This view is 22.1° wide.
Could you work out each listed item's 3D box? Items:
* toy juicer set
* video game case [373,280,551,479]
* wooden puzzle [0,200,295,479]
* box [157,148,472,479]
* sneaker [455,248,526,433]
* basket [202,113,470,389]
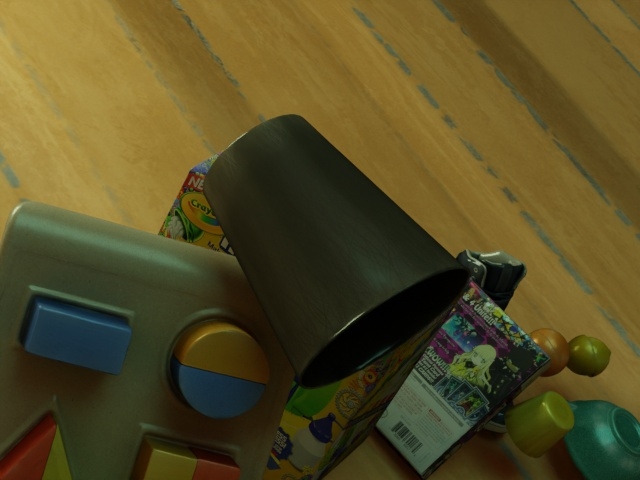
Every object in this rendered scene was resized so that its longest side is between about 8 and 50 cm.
[{"bbox_3d":[0.354,0.229,2.066,0.329,0.089,0.209,31,39,-28],"label":"toy juicer set"},{"bbox_3d":[0.121,0.134,1.964,0.210,0.042,0.232,-42,69,-9],"label":"video game case"},{"bbox_3d":[-0.189,0.167,1.600,0.322,0.348,0.080,16,0,-18],"label":"wooden puzzle"},{"bbox_3d":[-0.041,0.079,1.819,0.290,0.279,0.177,38,35,13],"label":"box"},{"bbox_3d":[0.209,0.113,2.053,0.086,0.163,0.226,5,44,-33],"label":"sneaker"},{"bbox_3d":[0.000,0.000,1.601,0.204,0.154,0.227,-27,68,-24],"label":"basket"}]
